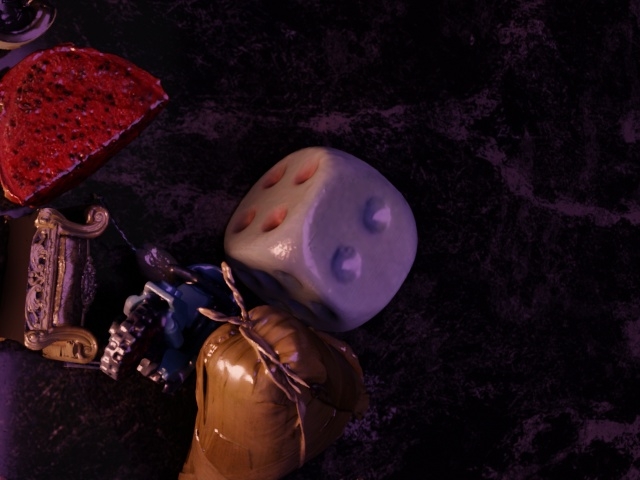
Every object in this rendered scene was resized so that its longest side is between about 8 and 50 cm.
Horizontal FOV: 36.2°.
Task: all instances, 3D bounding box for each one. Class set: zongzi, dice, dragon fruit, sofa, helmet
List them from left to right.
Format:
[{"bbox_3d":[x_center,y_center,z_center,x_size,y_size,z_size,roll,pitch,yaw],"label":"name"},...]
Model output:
[{"bbox_3d":[-0.524,-0.386,1.595,0.153,0.107,0.177,-17,80,-31],"label":"helmet"},{"bbox_3d":[-0.436,-0.202,1.638,0.317,0.152,0.205,-39,90,-21],"label":"dragon fruit"},{"bbox_3d":[-0.415,0.068,1.599,0.182,0.200,0.258,7,83,-33],"label":"sofa"},{"bbox_3d":[-0.163,0.321,1.579,0.467,0.218,0.500,-47,157,-4],"label":"zongzi"},{"bbox_3d":[0.000,0.000,1.849,0.264,0.268,0.262,44,65,-27],"label":"dice"}]

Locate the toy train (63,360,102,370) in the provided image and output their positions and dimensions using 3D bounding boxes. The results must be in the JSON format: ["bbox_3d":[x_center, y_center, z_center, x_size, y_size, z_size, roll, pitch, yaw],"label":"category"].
[{"bbox_3d":[-0.406,0.217,1.710,0.083,0.017,0.017,12,75,-34],"label":"toy train"}]

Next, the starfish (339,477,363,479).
[{"bbox_3d":[0.054,0.529,2.018,0.091,0.028,0.078,0,83,-32],"label":"starfish"}]

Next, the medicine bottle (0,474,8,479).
[{"bbox_3d":[-0.472,0.524,1.509,0.325,0.256,0.256,51,63,-21],"label":"medicine bottle"}]

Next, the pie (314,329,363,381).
[{"bbox_3d":[0.007,0.267,1.965,0.193,0.079,0.163,41,62,-25],"label":"pie"}]

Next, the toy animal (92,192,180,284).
[{"bbox_3d":[-0.318,0.021,1.737,0.253,0.079,0.070,50,52,-25],"label":"toy animal"}]

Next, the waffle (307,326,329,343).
[{"bbox_3d":[-0.094,0.279,1.854,0.253,0.056,0.249,1,97,-10],"label":"waffle"}]

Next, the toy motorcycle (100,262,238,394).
[{"bbox_3d":[-0.247,0.128,1.615,0.172,0.416,0.232,33,84,10],"label":"toy motorcycle"}]
